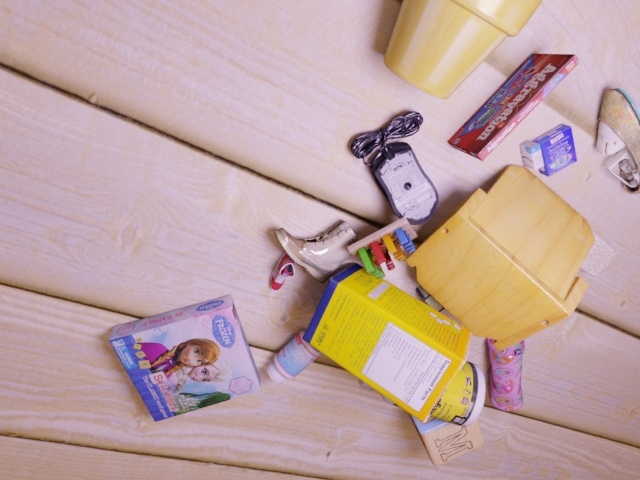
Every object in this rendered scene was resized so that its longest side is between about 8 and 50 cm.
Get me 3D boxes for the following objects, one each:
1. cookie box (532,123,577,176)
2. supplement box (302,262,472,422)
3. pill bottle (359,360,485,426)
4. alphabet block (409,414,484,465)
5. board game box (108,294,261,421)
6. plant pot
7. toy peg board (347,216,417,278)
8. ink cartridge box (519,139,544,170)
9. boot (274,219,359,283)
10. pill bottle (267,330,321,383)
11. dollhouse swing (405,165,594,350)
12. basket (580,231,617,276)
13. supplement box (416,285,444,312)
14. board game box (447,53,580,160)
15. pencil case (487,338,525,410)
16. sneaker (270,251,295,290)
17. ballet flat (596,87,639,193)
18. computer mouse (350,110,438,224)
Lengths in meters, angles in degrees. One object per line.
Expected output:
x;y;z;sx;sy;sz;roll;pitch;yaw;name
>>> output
0.634;-0.243;1.084;0.092;0.040;0.107;-29;119;2;cookie box
0.171;0.243;1.028;0.356;0.195;0.194;31;111;18;supplement box
0.295;0.414;1.199;0.334;0.188;0.188;17;112;0;pill bottle
0.410;0.597;1.362;0.193;0.192;0.197;-24;117;1;alphabet block
-0.358;0.334;1.119;0.318;0.066;0.319;-16;118;-6;board game box
0.257;-0.431;0.801;0.254;0.254;0.239;16;126;-20;plant pot
0.176;0.031;1.027;0.160;0.079;0.161;-28;158;14;toy peg board
0.566;-0.221;1.074;0.028;0.048;0.083;-28;118;1;ink cartridge box
0.000;0.000;1.034;0.165;0.077;0.213;-41;125;9;boot
-0.079;0.346;1.179;0.160;0.087;0.087;-42;117;9;pill bottle
0.490;0.030;1.089;0.347;0.305;0.315;43;135;6;dollhouse swing
0.785;0.023;1.215;0.167;0.103;0.113;28;106;-23;basket
0.350;0.160;1.206;0.083;0.056;0.083;-39;118;7;supplement box
0.440;-0.317;0.943;0.027;0.145;0.281;37;102;-26;board game box
0.642;0.452;1.382;0.124;0.124;0.284;-14;116;-6;pencil case
-0.101;0.094;1.061;0.042;0.067;0.118;15;111;-19;sneaker
0.826;-0.250;1.092;0.123;0.123;0.348;-45;117;10;ballet flat
0.206;-0.168;1.010;0.188;0.072;0.272;-27;106;3;computer mouse
